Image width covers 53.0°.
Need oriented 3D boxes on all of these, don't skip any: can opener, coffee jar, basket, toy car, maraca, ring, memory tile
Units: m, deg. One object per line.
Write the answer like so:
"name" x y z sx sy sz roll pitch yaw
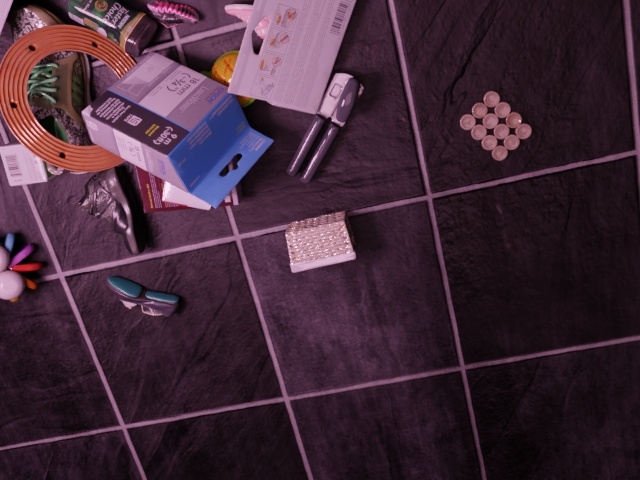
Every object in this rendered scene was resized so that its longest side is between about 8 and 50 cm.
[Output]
"can opener" 0.007 -0.259 1.505 0.076 0.095 0.283 28 109 -6
"coffee jar" -0.466 -0.499 1.450 0.184 0.079 0.096 31 75 -8
"basket" 0.000 0.000 1.593 0.167 0.113 0.103 -13 107 8
"toy car" -0.802 0.061 1.668 0.136 0.159 0.182 -30 108 -22
"maraca" -0.210 -0.364 1.484 0.186 0.099 0.127 -16 96 32
"ring" -0.546 -0.318 1.445 0.032 0.336 0.336 -10 117 54
"memory tile" 0.415 -0.271 1.517 0.148 0.012 0.113 42 107 -10

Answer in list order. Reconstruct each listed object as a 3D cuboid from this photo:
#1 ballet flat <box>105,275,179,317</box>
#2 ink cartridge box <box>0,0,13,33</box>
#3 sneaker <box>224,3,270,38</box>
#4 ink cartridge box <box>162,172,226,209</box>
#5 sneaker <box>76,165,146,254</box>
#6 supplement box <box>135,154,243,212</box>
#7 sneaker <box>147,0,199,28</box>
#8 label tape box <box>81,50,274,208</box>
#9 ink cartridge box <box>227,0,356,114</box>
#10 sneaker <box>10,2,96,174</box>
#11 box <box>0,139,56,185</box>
"ballet flat" -0.478 0.158 1.708 0.203 0.074 0.074 18 110 -5
"ink cartridge box" -0.725 -0.595 1.355 0.130 0.271 0.309 10 133 -41
"sneaker" -0.151 -0.495 1.453 0.134 0.051 0.070 6 105 -3
"ink cartridge box" -0.285 -0.123 1.470 0.109 0.150 0.063 9 106 0
"sneaker" -0.526 -0.063 1.622 0.130 0.087 0.227 -16 105 11
"supplement box" -0.321 -0.147 1.581 0.240 0.073 0.130 -4 109 4
"sneaker" -0.336 -0.510 1.471 0.119 0.047 0.057 15 132 -1
"label tape box" -0.302 -0.251 1.404 0.334 0.240 0.106 27 148 12
"ink cartridge box" -0.070 -0.431 1.400 0.239 0.060 0.275 6 115 -36
"sneaker" -0.617 -0.333 1.475 0.158 0.182 0.410 -11 109 8
"box" -0.712 -0.197 1.582 0.102 0.087 0.101 -6 110 5
